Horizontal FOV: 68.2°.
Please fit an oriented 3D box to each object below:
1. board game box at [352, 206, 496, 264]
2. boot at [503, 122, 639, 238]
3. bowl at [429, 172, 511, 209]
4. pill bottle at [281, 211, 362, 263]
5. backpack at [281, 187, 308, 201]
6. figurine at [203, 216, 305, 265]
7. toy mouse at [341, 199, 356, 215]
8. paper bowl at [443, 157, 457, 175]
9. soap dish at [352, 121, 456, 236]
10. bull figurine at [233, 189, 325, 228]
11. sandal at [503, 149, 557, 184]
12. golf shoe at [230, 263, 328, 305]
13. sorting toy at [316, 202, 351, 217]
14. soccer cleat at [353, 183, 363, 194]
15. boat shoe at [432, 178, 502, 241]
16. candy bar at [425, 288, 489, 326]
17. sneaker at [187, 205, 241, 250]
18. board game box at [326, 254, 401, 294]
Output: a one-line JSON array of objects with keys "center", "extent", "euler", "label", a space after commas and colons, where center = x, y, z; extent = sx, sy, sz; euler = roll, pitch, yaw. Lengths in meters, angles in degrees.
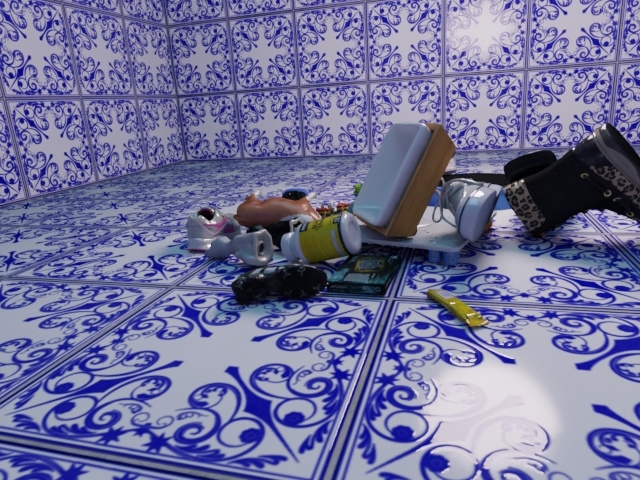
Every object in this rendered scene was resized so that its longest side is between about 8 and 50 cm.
[{"center": [0.249, -0.030, 1.324], "extent": [0.390, 0.050, 0.390], "euler": [6, 19, 32], "label": "board game box"}, {"center": [0.679, -0.095, 1.197], "extent": [0.284, 0.377, 0.138], "euler": [-31, 38, 37], "label": "boot"}, {"center": [0.569, -0.189, 1.749], "extent": [0.391, 0.077, 0.391], "euler": [-3, 17, 1], "label": "bowl"}, {"center": [0.000, 0.000, 1.151], "extent": [0.184, 0.103, 0.103], "euler": [-14, 11, 25], "label": "pill bottle"}, {"center": [-0.084, -0.115, 1.564], "extent": [0.098, 0.120, 0.101], "euler": [-4, 16, 2], "label": "backpack"}, {"center": [-0.180, 0.005, 1.265], "extent": [0.209, 0.092, 0.215], "euler": [-1, 14, 41], "label": "figurine"}, {"center": [0.118, -0.109, 1.479], "extent": [0.161, 0.031, 0.143], "euler": [-29, -9, -41], "label": "toy mouse"}, {"center": [0.409, -0.317, 1.961], "extent": [0.284, 0.148, 0.284], "euler": [-13, -2, 0], "label": "paper bowl"}, {"center": [0.210, -0.156, 1.211], "extent": [0.118, 0.291, 0.229], "euler": [23, 7, -18], "label": "soap dish"}, {"center": [-0.099, -0.082, 1.421], "extent": [0.310, 0.101, 0.188], "euler": [7, 24, 5], "label": "bull figurine"}, {"center": [0.640, -0.193, 1.387], "extent": [0.167, 0.107, 0.446], "euler": [-17, -19, 25], "label": "sandal"}, {"center": [-0.084, 0.078, 0.982], "extent": [0.198, 0.077, 0.094], "euler": [-4, 16, -4], "label": "golf shoe"}, {"center": [0.050, -0.100, 1.616], "extent": [0.132, 0.046, 0.274], "euler": [-1, 16, 10], "label": "sorting toy"}, {"center": [0.195, -0.210, 1.939], "extent": [0.072, 0.060, 0.179], "euler": [-8, 14, -18], "label": "soccer cleat"}, {"center": [0.346, -0.101, 1.167], "extent": [0.156, 0.136, 0.367], "euler": [21, 23, 20], "label": "boat shoe"}, {"center": [0.245, 0.120, 0.866], "extent": [0.040, 0.018, 0.161], "euler": [-5, 15, -16], "label": "candy bar"}, {"center": [-0.316, -0.053, 1.419], "extent": [0.103, 0.111, 0.252], "euler": [0, 16, 13], "label": "sneaker"}, {"center": [0.101, 0.071, 1.048], "extent": [0.126, 0.026, 0.186], "euler": [1, 17, 21], "label": "board game box"}]
